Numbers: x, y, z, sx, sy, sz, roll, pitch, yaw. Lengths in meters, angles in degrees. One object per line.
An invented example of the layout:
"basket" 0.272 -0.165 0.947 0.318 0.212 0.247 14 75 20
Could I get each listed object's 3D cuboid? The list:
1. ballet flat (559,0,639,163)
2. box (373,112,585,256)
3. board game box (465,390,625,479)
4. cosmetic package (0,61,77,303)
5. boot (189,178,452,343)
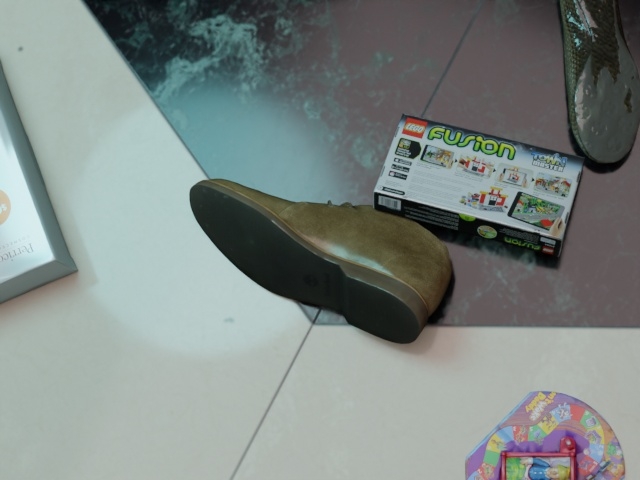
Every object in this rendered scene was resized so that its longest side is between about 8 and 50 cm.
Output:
"ballet flat" 0.297 -0.206 1.711 0.084 0.058 0.250 -6 84 -15
"box" 0.171 -0.061 1.685 0.207 0.036 0.114 15 58 11
"board game box" 0.234 0.240 1.646 0.168 0.033 0.133 -45 78 -2
"cosmetic package" -0.502 -0.027 1.767 0.377 0.097 0.284 -23 80 3
"boot" 0.000 0.000 1.706 0.305 0.112 0.115 26 54 16
